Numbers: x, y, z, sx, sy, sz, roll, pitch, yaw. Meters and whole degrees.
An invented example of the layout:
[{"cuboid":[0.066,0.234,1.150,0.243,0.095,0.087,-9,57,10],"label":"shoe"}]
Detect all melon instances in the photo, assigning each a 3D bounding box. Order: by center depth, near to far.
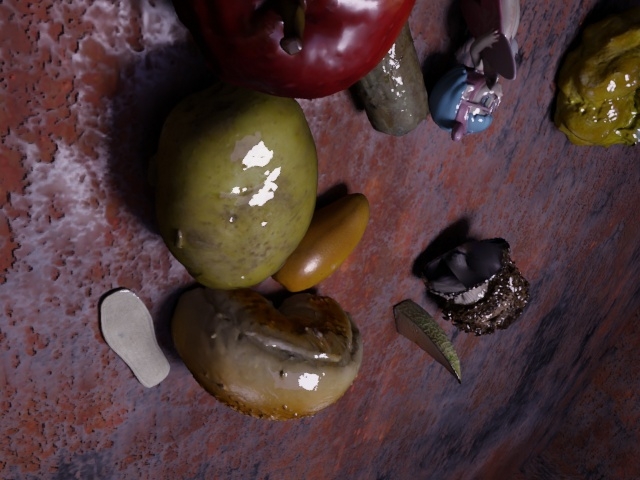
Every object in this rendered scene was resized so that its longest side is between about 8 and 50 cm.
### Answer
[{"cuboid":[0.220,0.203,1.005,0.054,0.182,0.097,-23,129,-27],"label":"melon"}]

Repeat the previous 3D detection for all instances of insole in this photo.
[{"cuboid":[-0.248,0.137,0.674,0.063,0.010,0.191,-29,135,-22],"label":"insole"}]

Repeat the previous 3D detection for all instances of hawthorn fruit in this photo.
[{"cuboid":[-0.016,-0.209,0.376,0.211,0.265,0.230,1,132,-13],"label":"hawthorn fruit"}]

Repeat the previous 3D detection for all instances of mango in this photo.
[{"cuboid":[0.000,0.000,0.733,0.184,0.085,0.102,-42,136,-23],"label":"mango"}]

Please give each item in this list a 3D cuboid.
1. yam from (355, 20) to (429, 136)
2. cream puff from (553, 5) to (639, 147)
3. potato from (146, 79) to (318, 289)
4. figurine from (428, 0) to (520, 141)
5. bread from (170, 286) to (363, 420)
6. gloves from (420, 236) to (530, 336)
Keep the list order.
[{"cuboid":[0.068,-0.235,0.603,0.093,0.093,0.259,-42,139,-8],"label":"yam"},{"cuboid":[0.584,-0.296,0.936,0.282,0.185,0.281,-19,130,-25],"label":"cream puff"},{"cuboid":[-0.093,-0.058,0.554,0.197,0.149,0.228,-47,143,-22],"label":"potato"},{"cuboid":[0.237,-0.280,0.728,0.205,0.103,0.259,-50,157,-63],"label":"figurine"},{"cuboid":[-0.050,0.176,0.736,0.314,0.192,0.171,11,111,-45],"label":"bread"},{"cuboid":[0.338,0.096,1.057,0.210,0.135,0.312,-43,139,-6],"label":"gloves"}]
